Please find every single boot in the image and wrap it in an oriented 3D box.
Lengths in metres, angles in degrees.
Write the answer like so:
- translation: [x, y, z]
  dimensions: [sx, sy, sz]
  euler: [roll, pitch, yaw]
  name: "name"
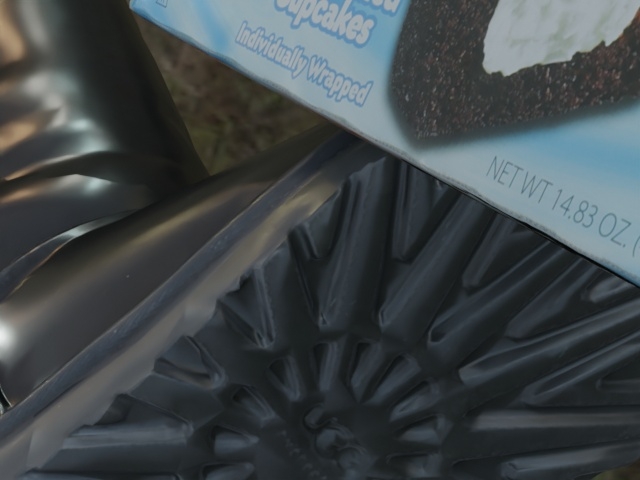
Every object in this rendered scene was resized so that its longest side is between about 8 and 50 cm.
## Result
- translation: [-0.063, -0.040, 0.741]
  dimensions: [0.367, 0.146, 0.445]
  euler: [-31, 32, -2]
  name: "boot"

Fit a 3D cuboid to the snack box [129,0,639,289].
- translation: [0.085, -0.086, 0.412]
  dimensions: [0.322, 0.060, 0.187]
  euler: [32, 95, 55]
  name: "snack box"
